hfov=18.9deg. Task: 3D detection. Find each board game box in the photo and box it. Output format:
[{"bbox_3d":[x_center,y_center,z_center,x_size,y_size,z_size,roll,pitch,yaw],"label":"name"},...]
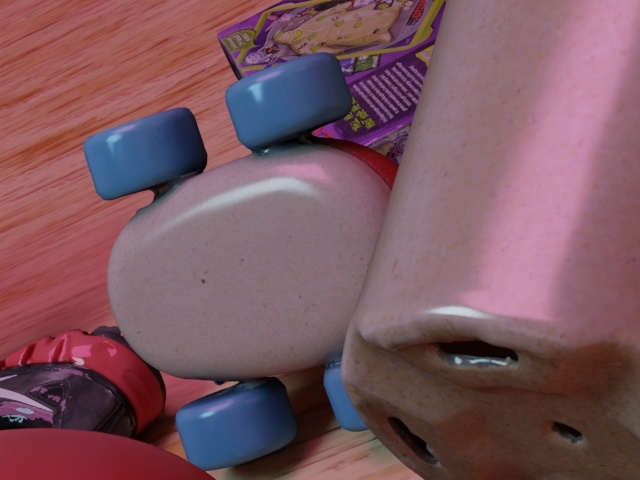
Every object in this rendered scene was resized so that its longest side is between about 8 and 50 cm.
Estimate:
[{"bbox_3d":[0.051,-0.142,1.495,0.208,0.056,0.347,-24,27,-4],"label":"board game box"}]

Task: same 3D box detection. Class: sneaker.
[{"bbox_3d":[-0.240,0.142,1.319,0.276,0.097,0.135,-13,31,32],"label":"sneaker"}]

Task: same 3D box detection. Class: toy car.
[{"bbox_3d":[0.000,0.000,1.239,0.210,0.219,0.238,-18,3,28],"label":"toy car"}]

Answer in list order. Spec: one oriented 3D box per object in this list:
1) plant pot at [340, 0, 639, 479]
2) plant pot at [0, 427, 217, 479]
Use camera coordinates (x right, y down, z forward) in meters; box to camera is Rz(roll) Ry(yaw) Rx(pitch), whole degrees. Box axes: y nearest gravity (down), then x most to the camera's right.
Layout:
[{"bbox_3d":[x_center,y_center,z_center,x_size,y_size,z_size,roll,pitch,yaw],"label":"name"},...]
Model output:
[{"bbox_3d":[0.164,-0.021,0.949,0.334,0.334,0.305,-4,50,44],"label":"plant pot"},{"bbox_3d":[-0.124,0.261,0.847,0.275,0.275,0.243,-31,38,7],"label":"plant pot"}]
